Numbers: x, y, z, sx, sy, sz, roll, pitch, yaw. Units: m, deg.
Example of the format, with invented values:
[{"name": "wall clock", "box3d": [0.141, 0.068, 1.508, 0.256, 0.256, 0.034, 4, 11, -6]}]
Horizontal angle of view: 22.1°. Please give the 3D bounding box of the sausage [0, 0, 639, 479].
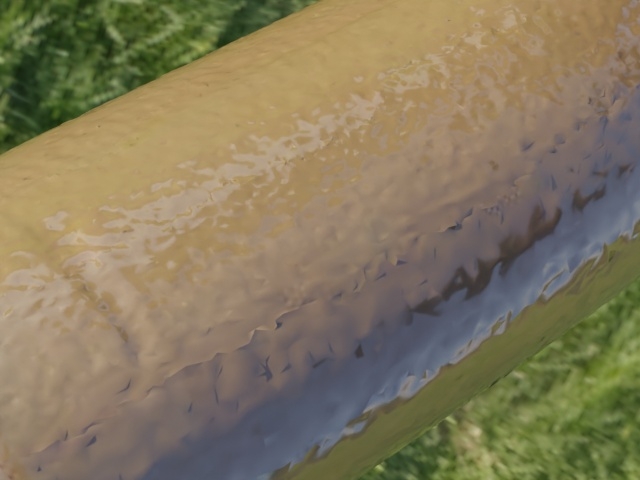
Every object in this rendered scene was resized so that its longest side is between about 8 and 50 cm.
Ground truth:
[{"name": "sausage", "box3d": [0.000, 0.000, 0.453, 0.253, 0.123, 0.123, -30, 113, -27]}]
